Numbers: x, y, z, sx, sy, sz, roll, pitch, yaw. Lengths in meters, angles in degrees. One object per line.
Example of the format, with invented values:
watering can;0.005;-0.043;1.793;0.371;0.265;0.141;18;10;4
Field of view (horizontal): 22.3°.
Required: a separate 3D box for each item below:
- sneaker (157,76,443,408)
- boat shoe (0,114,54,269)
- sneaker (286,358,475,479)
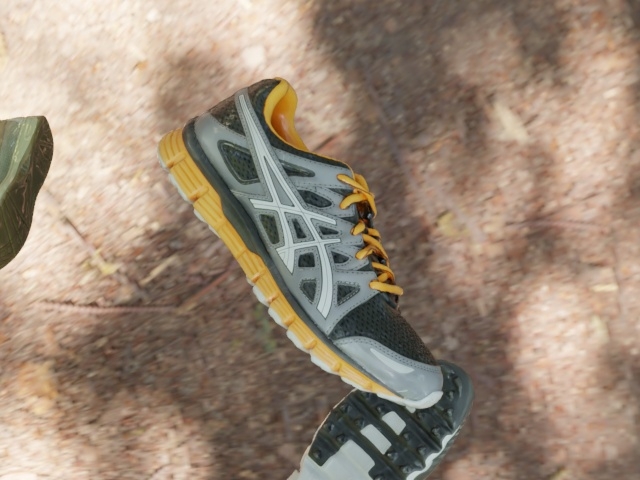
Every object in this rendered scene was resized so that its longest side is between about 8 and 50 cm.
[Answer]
sneaker;0.000;0.000;0.880;0.083;0.084;0.215;-41;75;7
boat shoe;-0.243;-0.037;1.220;0.048;0.056;0.153;2;49;12
sneaker;0.027;0.174;1.166;0.078;0.106;0.234;45;100;21
